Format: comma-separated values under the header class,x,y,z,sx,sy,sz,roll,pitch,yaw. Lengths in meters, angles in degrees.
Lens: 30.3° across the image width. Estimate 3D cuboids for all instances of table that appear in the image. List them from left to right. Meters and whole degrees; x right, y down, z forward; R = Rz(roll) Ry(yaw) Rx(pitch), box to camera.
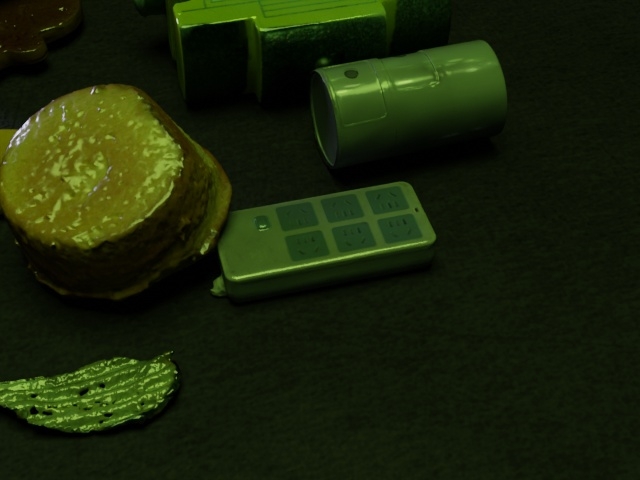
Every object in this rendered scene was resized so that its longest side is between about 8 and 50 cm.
class,x,y,z,sx,sy,sz,roll,pitch,yaw
table,0.106,-0.170,1.471,0.220,0.126,0.126,-11,45,-12

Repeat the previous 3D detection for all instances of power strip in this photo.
class,x,y,z,sx,sy,sz,roll,pitch,yaw
power strip,0.000,0.000,1.357,0.270,0.046,0.118,-11,46,-9

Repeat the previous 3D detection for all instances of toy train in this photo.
class,x,y,z,sx,sy,sz,roll,pitch,yaw
toy train,-0.025,-0.324,1.605,0.442,0.179,0.272,-11,52,-11

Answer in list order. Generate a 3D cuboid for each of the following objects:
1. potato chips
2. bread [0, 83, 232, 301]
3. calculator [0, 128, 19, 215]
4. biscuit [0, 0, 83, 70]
class,x,y,z,sx,sy,sz,roll,pitch,yaw
potato chips,-0.244,0.159,1.210,0.207,0.028,0.092,-9,43,-10
bread,-0.241,-0.053,1.330,0.268,0.146,0.268,-6,57,10
calculator,-0.413,-0.085,1.458,0.235,0.032,0.146,-4,45,0
biscuit,-0.438,-0.293,1.666,0.180,0.039,0.236,26,50,30
